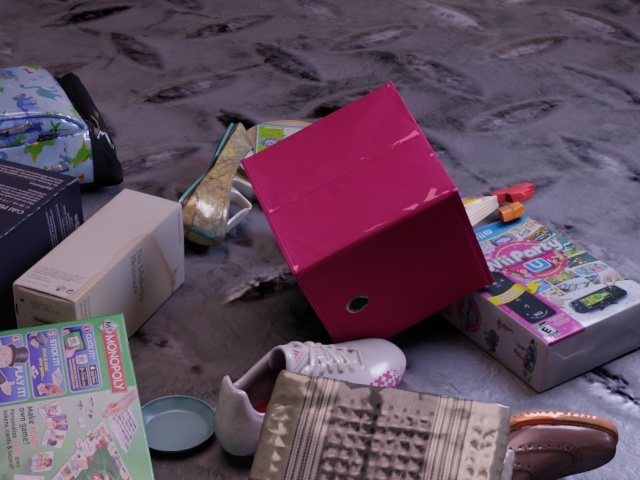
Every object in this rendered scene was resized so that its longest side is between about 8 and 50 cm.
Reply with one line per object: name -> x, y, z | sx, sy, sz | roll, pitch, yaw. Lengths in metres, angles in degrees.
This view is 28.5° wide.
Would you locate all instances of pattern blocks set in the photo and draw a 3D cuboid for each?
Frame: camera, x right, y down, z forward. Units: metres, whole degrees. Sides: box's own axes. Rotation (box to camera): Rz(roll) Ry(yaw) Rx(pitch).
pattern blocks set -> 0.213, -0.042, 2.151 | 0.285, 0.026, 0.325 | -8, 12, 22

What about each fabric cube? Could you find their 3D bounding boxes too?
fabric cube -> 0.073, -0.026, 1.888 | 0.258, 0.254, 0.259 | -27, 50, 1

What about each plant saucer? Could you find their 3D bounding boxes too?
plant saucer -> -0.203, 0.260, 1.755 | 0.119, 0.021, 0.119 | 0, 32, 0

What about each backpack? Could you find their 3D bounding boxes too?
backpack -> -0.581, -0.189, 2.302 | 0.355, 0.273, 0.290 | -23, 43, -13

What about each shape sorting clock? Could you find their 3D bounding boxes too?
shape sorting clock -> -0.057, -0.176, 2.447 | 0.206, 0.040, 0.206 | 4, 32, -2

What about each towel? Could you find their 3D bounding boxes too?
towel -> 0.061, 0.323, 1.513 | 0.312, 0.056, 0.324 | 8, 63, 15

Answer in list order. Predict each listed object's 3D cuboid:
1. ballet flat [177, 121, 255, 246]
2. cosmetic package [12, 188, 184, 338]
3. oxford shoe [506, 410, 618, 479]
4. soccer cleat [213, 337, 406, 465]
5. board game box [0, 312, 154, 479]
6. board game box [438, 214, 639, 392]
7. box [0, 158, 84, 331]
ballet flat -> -0.168, -0.096, 2.267 | 0.123, 0.123, 0.348 | 7, 32, 11
cosmetic package -> -0.333, 0.065, 1.943 | 0.113, 0.160, 0.309 | 15, 35, 20
oxford shoe -> 0.218, 0.314, 1.604 | 0.363, 0.130, 0.133 | -12, 50, -7
soccer cleat -> -0.003, 0.191, 1.753 | 0.331, 0.143, 0.116 | -24, 39, -35
board game box -> -0.343, 0.245, 1.673 | 0.213, 0.046, 0.317 | -7, 49, -13
board game box -> 0.330, 0.087, 1.974 | 0.224, 0.097, 0.303 | -19, 35, -28
box -> -0.604, 0.007, 2.014 | 0.343, 0.179, 0.312 | 14, 33, 21
